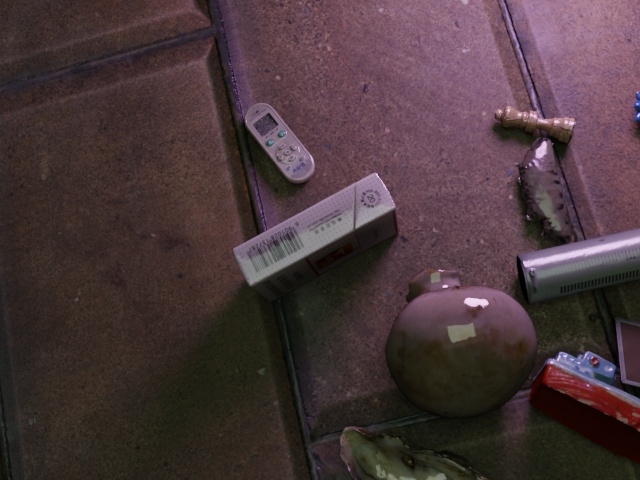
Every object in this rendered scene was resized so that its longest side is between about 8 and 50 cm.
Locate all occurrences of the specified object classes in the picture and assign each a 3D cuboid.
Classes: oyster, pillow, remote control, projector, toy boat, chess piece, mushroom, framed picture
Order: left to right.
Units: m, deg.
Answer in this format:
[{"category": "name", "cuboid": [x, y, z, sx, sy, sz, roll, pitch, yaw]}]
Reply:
[{"category": "remote control", "cuboid": [-0.093, -0.221, 1.750, 0.078, 0.042, 0.221, -38, 74, -1]}, {"category": "oyster", "cuboid": [0.203, 0.467, 1.517, 0.341, 0.110, 0.166, 2, 72, 11]}, {"category": "mushroom", "cuboid": [0.271, 0.191, 1.511, 0.297, 0.298, 0.290, -11, 38, 5]}, {"category": "chess piece", "cuboid": [0.467, -0.258, 1.678, 0.172, 0.060, 0.060, 14, 79, 12]}, {"category": "pillow", "cuboid": [0.472, -0.105, 1.643, 0.093, 0.051, 0.241, -7, 77, 0]}, {"category": "projector", "cuboid": [0.576, 0.045, 1.566, 0.337, 0.108, 0.108, -13, 76, 4]}, {"category": "toy boat", "cuboid": [0.584, 0.325, 1.489, 0.331, 0.145, 0.133, 28, 58, 15]}, {"category": "framed picture", "cuboid": [0.653, 0.231, 1.502, 0.142, 0.011, 0.183, 13, 40, 6]}]

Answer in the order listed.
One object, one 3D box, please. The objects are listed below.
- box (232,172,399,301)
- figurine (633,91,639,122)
[{"category": "box", "cuboid": [0.000, -0.001, 1.597, 0.330, 0.210, 0.095, -29, 75, 0]}, {"category": "figurine", "cuboid": [0.717, -0.285, 1.638, 0.114, 0.079, 0.114, 0, 82, 3]}]
